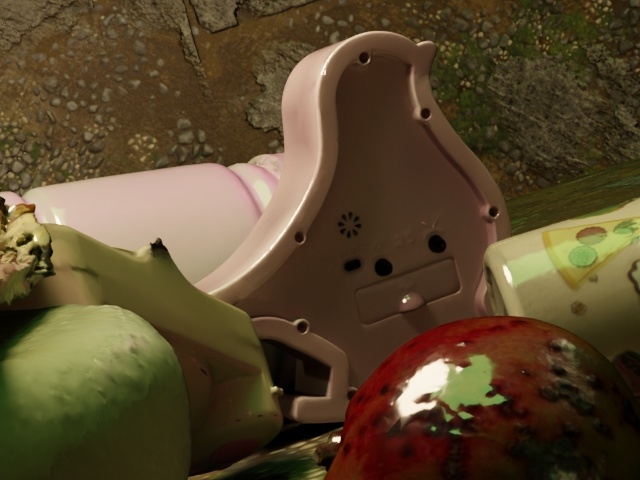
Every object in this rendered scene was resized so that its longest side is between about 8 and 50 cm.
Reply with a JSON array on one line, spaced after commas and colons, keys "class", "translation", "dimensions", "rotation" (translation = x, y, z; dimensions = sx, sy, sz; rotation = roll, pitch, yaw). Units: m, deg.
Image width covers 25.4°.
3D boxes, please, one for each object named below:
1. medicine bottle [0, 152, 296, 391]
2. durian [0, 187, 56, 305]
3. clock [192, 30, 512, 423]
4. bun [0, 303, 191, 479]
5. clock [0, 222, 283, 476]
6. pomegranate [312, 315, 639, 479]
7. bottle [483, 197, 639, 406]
[{"class": "medicine bottle", "translation": [-0.115, 0.042, 1.182], "dimensions": [0.325, 0.212, 0.212], "rotation": [-11, 0, -25]}, {"class": "durian", "translation": [-0.241, -0.001, 0.601], "dimensions": [0.196, 0.185, 0.305], "rotation": [-29, 17, -2]}, {"class": "clock", "translation": [0.000, 0.000, 1.077], "dimensions": [0.290, 0.275, 0.080], "rotation": [-22, 9, -23]}, {"class": "bun", "translation": [-0.189, 0.132, 0.588], "dimensions": [0.293, 0.187, 0.293], "rotation": [-8, 8, 1]}, {"class": "clock", "translation": [-0.208, 0.114, 0.891], "dimensions": [0.309, 0.114, 0.284], "rotation": [-28, -24, 17]}, {"class": "pomegranate", "translation": [0.077, 0.088, 0.485], "dimensions": [0.159, 0.129, 0.129], "rotation": [-7, 6, 20]}, {"class": "bottle", "translation": [0.229, 0.021, 0.821], "dimensions": [0.253, 0.120, 0.120], "rotation": [-18, 3, 2]}]
